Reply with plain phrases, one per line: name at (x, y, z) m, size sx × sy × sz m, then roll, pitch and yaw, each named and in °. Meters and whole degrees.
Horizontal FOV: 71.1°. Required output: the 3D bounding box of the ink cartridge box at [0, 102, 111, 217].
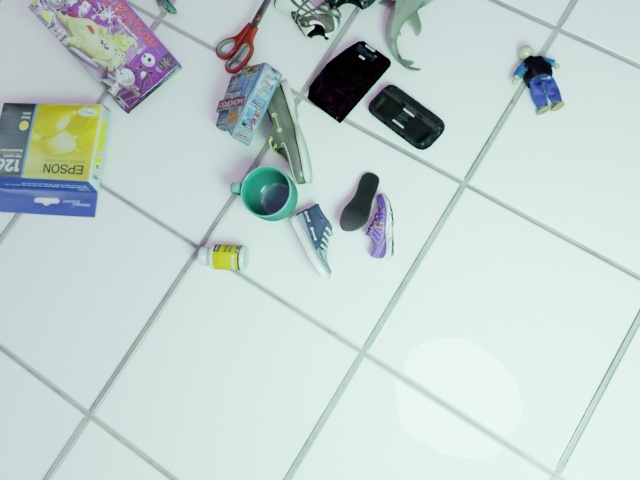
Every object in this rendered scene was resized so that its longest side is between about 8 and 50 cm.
ink cartridge box at (-0.753, -0.226, 1.235) m, size 0.304 × 0.072 × 0.306 m, roll 3°, pitch 78°, yaw 6°

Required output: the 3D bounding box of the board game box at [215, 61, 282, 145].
board game box at (-0.206, -0.342, 1.152) m, size 0.194 × 0.060 × 0.194 m, roll 9°, pitch 80°, yaw 45°

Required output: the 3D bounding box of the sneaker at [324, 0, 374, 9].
sneaker at (0.147, -0.701, 1.232) m, size 0.284 × 0.107 × 0.124 m, roll -4°, pitch 94°, yaw 8°

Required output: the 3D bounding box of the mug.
mug at (-0.132, -0.122, 1.135) m, size 0.158 × 0.097 × 0.129 m, roll 44°, pitch 94°, yaw 16°

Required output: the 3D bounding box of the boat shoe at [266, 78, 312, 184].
boat shoe at (-0.090, -0.274, 1.160) m, size 0.091 × 0.109 × 0.304 m, roll -15°, pitch 72°, yaw 3°

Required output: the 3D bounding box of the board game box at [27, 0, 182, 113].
board game box at (-0.579, -0.550, 1.222) m, size 0.208 × 0.056 × 0.347 m, roll -43°, pitch 102°, yaw -7°

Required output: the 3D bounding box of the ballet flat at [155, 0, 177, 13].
ballet flat at (-0.459, -0.695, 1.312) m, size 0.041 × 0.041 × 0.114 m, roll -33°, pitch 78°, yaw -1°

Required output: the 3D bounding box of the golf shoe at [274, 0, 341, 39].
golf shoe at (-0.046, -0.615, 1.233) m, size 0.198 × 0.077 × 0.093 m, roll 20°, pitch 82°, yaw 10°

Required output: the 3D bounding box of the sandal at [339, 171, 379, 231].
sandal at (0.104, -0.093, 1.144) m, size 0.067 × 0.040 × 0.179 m, roll 24°, pitch 68°, yaw 6°

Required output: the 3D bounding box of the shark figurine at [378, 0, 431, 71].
shark figurine at (0.216, -0.587, 1.186) m, size 0.166 × 0.116 × 0.278 m, roll 16°, pitch 80°, yaw 10°

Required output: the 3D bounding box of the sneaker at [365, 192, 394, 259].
sneaker at (0.146, -0.037, 1.113) m, size 0.071 × 0.068 × 0.169 m, roll -1°, pitch 79°, yaw 13°

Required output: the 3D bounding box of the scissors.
scissors at (-0.177, -0.597, 1.248) m, size 0.297 × 0.021 × 0.109 m, roll -46°, pitch 73°, yaw 6°

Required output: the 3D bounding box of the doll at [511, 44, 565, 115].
doll at (0.555, -0.420, 1.153) m, size 0.129 × 0.046 × 0.188 m, roll -15°, pitch 79°, yaw 2°

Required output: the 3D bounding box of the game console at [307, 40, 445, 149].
game console at (0.154, -0.363, 1.185) m, size 0.361 × 0.044 × 0.213 m, roll 41°, pitch 87°, yaw 12°

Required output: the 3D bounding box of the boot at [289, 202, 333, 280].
boot at (0.000, 0.000, 1.116) m, size 0.086 × 0.069 × 0.189 m, roll -29°, pitch 76°, yaw 3°

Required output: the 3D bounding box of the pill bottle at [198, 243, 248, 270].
pill bottle at (-0.246, 0.042, 1.135) m, size 0.117 × 0.065 × 0.065 m, roll 2°, pitch 80°, yaw 6°
